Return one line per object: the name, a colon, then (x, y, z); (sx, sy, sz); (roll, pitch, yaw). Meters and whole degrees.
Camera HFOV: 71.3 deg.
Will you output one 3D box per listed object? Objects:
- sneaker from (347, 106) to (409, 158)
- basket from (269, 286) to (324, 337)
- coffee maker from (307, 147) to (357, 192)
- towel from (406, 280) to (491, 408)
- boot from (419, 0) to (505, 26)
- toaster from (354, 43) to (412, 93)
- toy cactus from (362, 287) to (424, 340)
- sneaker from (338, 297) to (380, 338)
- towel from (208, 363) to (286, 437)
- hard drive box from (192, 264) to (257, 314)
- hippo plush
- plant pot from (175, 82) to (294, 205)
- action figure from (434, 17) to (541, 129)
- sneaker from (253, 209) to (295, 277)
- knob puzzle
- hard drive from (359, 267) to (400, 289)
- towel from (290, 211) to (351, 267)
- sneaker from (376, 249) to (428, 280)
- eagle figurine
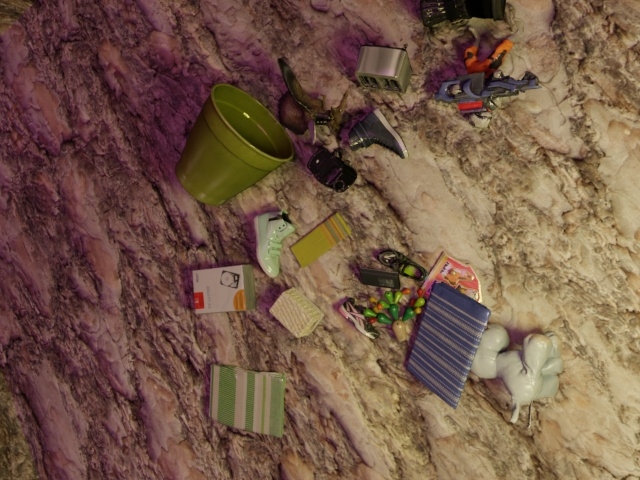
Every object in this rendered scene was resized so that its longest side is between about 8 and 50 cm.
sneaker: (0.196, -0.341, 1.578); (0.163, 0.086, 0.226); (-34, 68, 5)
basket: (-0.091, 0.269, 1.663); (0.167, 0.103, 0.113); (40, 102, 16)
coffee maker: (0.053, -0.227, 1.585); (0.120, 0.178, 0.171); (-22, 79, 20)
towel: (0.404, 0.323, 1.430); (0.243, 0.040, 0.335); (33, 111, 57)
boot: (0.439, -0.745, 1.391); (0.260, 0.348, 0.131); (5, 112, 16)
toaster: (0.219, -0.591, 1.534); (0.168, 0.186, 0.110); (14, 89, 19)
toy cactus: (0.264, 0.260, 1.540); (0.219, 0.112, 0.180); (-17, 97, 2)
sneaker: (0.148, 0.276, 1.596); (0.178, 0.072, 0.077); (42, 91, 11)
towel: (-0.294, 0.625, 1.764); (0.325, 0.038, 0.247); (4, 91, 18)
hard drive box: (-0.383, 0.196, 1.780); (0.232, 0.089, 0.181); (-8, 85, 20)
hippo plush: (0.589, 0.390, 1.389); (0.237, 0.234, 0.294); (15, 77, 50)
plant pot: (-0.352, -0.323, 1.670); (0.353, 0.366, 0.366); (-41, 75, 26)
action figure: (0.560, -0.515, 1.417); (0.341, 0.179, 0.330); (21, 101, 44)
sneaker: (-0.164, 0.007, 1.699); (0.151, 0.094, 0.255); (-15, 81, 25)
knob puzzle: (0.456, 0.161, 1.506); (0.213, 0.030, 0.213); (-1, 88, 20)
hard drive: (0.209, 0.135, 1.565); (0.135, 0.094, 0.022); (6, 58, 20)
towel: (0.000, 0.000, 1.685); (0.237, 0.021, 0.102); (-37, 71, 16)
sneaker: (0.284, 0.084, 1.545); (0.188, 0.078, 0.067); (28, 98, 19)
eagle figurine: (-0.057, -0.498, 1.637); (0.298, 0.225, 0.226); (28, 108, 8)
